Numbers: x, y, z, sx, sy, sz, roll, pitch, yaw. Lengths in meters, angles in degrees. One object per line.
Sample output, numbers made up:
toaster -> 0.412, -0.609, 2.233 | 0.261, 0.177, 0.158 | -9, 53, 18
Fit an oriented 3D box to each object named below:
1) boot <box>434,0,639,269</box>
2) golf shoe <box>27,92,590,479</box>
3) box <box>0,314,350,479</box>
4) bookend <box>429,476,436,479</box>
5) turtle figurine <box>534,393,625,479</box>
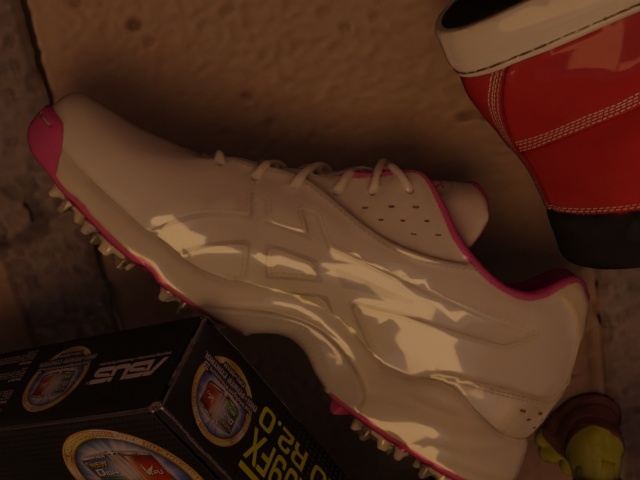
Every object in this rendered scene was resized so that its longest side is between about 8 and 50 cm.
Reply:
boot -> 0.198, -0.077, 0.601 | 0.244, 0.088, 0.176 | -21, 115, 28
golf shoe -> 0.000, 0.000, 0.677 | 0.306, 0.115, 0.140 | 34, 96, -8
box -> -0.110, 0.149, 0.728 | 0.270, 0.060, 0.216 | -12, 129, 36
bookend -> 0.046, 0.235, 0.809 | 0.156, 0.072, 0.157 | -25, 112, 22
turtle figurine -> 0.152, 0.167, 0.668 | 0.269, 0.217, 0.087 | 7, 120, 6
